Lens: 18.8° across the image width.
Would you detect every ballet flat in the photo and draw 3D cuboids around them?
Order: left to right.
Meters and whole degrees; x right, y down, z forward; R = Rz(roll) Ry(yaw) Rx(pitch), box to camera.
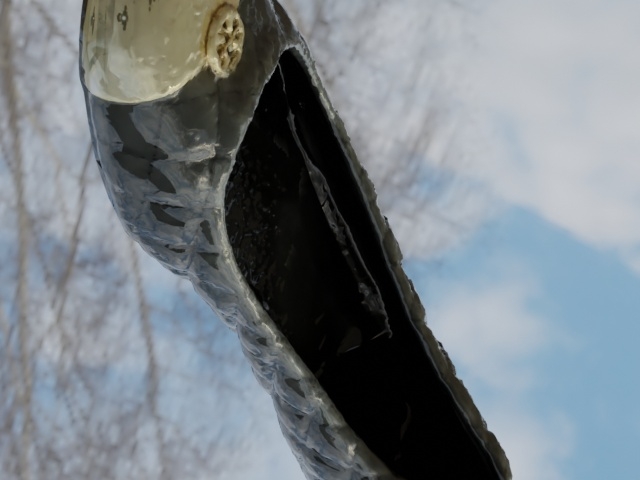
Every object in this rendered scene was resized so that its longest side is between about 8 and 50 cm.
[{"bbox_3d":[0.000,0.000,0.395,0.049,0.173,0.057,13,-123,34],"label":"ballet flat"}]
